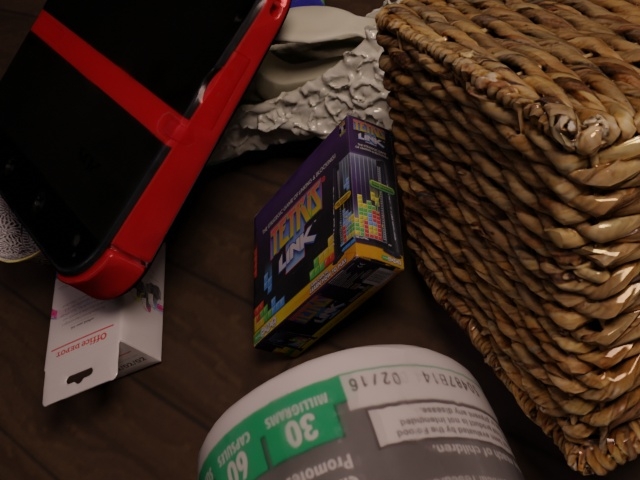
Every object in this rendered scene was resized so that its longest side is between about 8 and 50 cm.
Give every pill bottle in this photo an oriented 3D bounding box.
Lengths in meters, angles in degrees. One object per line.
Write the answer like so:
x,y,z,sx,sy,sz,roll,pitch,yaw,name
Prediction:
0.061,0.256,0.494,0.204,0.204,0.361,-35,48,15,pill bottle

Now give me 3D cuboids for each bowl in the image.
-0.292,-0.034,1.022,0.170,0.080,0.170,-19,53,28,bowl

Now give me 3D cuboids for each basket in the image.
0.186,-0.042,0.582,0.213,0.223,0.299,-16,28,-10,basket

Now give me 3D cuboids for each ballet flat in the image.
-0.056,-0.166,0.891,0.409,0.147,0.147,-3,62,35,ballet flat

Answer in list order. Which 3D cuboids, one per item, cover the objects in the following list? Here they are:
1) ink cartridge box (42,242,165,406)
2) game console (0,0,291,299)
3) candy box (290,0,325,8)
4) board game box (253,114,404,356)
-0.218,0.082,0.908,0.104,0.061,0.181,-23,51,25,ink cartridge box
-0.213,-0.156,0.907,0.386,0.060,0.342,38,97,45,game console
-0.146,-0.348,1.079,0.268,0.122,0.317,-26,52,22,candy box
0.000,0.000,0.758,0.170,0.048,0.141,-44,40,44,board game box
